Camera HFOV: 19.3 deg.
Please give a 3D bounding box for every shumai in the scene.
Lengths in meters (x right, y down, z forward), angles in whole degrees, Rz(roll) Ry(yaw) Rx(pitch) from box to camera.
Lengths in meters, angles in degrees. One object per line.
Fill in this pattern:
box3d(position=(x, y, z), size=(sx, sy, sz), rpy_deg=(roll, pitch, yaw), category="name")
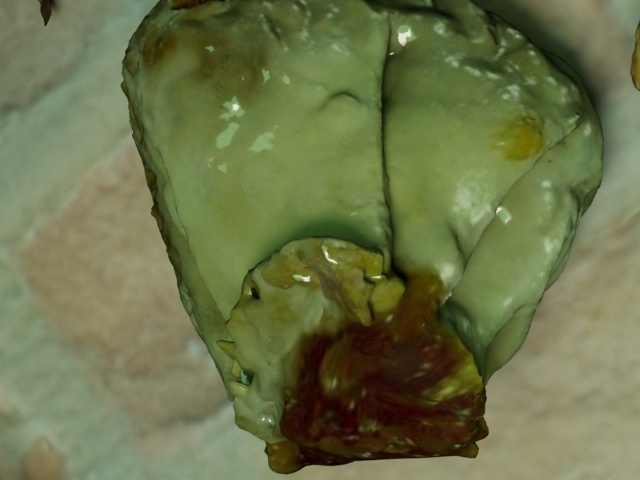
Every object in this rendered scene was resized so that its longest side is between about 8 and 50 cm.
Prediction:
box3d(position=(-0.005, -0.004, 0.650), size=(0.184, 0.142, 0.184), rpy_deg=(5, 117, 11), category="shumai")

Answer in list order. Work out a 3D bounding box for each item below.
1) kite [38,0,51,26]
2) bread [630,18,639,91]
box3d(position=(-0.137, -0.193, 0.768), size=(0.127, 0.016, 0.229), rpy_deg=(-29, 81, 25), category="kite")
box3d(position=(0.166, -0.084, 0.634), size=(0.136, 0.054, 0.154), rpy_deg=(-30, 78, 20), category="bread")
